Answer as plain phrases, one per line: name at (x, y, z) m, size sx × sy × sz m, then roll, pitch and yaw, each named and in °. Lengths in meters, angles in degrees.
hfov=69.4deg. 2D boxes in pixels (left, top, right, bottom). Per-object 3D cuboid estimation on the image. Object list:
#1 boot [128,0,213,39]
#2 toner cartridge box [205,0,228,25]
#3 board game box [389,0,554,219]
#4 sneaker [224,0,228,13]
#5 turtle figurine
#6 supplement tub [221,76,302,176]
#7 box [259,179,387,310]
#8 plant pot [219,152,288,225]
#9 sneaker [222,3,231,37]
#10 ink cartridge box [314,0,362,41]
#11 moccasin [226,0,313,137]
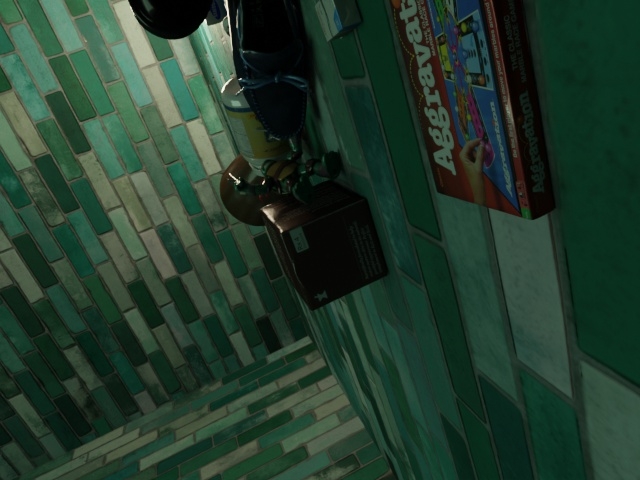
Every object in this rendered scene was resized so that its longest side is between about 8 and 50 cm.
boot at (-0.183, -0.461, 0.577) m, size 0.260 × 0.131 × 0.348 m, roll -153°, pitch 74°, yaw -75°
toner cartridge box at (-0.287, -0.692, 1.063) m, size 0.348 × 0.075 × 0.165 m, roll 98°, pitch 148°, yaw -71°
board game box at (0.114, -0.162, 0.391) m, size 0.145 × 0.027 × 0.281 m, roll -138°, pitch 26°, yaw -67°
sneaker at (-0.140, -0.424, 0.853) m, size 0.091 × 0.094 × 0.258 m, roll 46°, pitch 163°, yaw 23°
turtle figurine at (-0.075, -0.144, 0.927) m, size 0.234 × 0.175 × 0.118 m, roll 22°, pitch 169°, yaw 45°
supplement tub at (-0.122, -0.256, 1.018) m, size 0.144 × 0.144 × 0.199 m, roll 55°, pitch 165°, yaw 47°
box at (0.000, 0.000, 0.919) m, size 0.203 × 0.167 × 0.168 m, roll 43°, pitch 154°, yaw 64°
plant pot at (-0.149, -0.177, 1.248) m, size 0.215 × 0.215 × 0.230 m, roll 64°, pitch 155°, yaw 8°
sneaker at (-0.165, -0.463, 0.997) m, size 0.077 × 0.072 × 0.178 m, roll 56°, pitch 176°, yaw -5°
ink cartridge box at (0.019, -0.283, 0.583) m, size 0.083 × 0.028 × 0.048 m, roll -148°, pitch 36°, yaw -73°
moccasin at (-0.095, -0.317, 0.762) m, size 0.117 × 0.138 × 0.342 m, roll -116°, pitch 7°, yaw -52°
